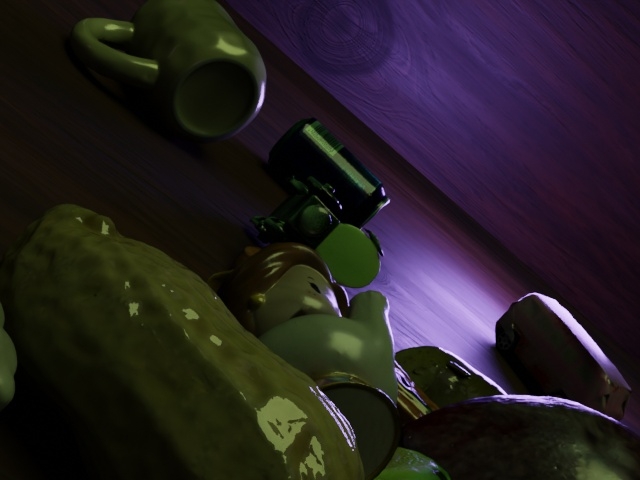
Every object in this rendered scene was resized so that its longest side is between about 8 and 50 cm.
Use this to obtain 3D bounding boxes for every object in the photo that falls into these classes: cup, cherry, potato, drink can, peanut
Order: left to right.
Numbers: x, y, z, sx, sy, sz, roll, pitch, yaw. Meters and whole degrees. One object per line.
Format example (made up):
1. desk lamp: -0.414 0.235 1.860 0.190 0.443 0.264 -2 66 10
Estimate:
1. peanut: -0.108 0.097 0.669 0.313 0.152 0.152 41 12 18
2. cup: -0.207 -0.268 1.427 0.255 0.173 0.202 33 15 -39
3. drink can: 0.014 -0.105 1.697 0.205 0.118 0.118 45 14 3
4. potato: 0.180 0.218 1.220 0.271 0.111 0.160 51 13 26
5. cherry: 0.202 0.253 0.951 0.300 0.203 0.230 24 46 9

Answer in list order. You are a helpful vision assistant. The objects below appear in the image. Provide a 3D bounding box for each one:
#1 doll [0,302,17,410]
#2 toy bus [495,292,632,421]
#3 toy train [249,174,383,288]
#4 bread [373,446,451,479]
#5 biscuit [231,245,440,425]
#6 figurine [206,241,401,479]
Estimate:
1. doll: -0.274 0.010 0.533 0.252 0.111 0.237 56 17 13
2. toy bus: 0.454 0.237 1.893 0.127 0.147 0.302 24 22 -41
3. toy train: 0.000 0.000 1.287 0.157 0.105 0.253 45 -7 -8
4. bread: 0.045 0.217 0.854 0.139 0.130 0.071 -171 -102 -83
5. biscuit: 0.018 0.122 1.127 0.202 0.047 0.334 13 30 -54
6. figurine: -0.026 0.097 0.848 0.142 0.189 0.263 59 -3 -29
